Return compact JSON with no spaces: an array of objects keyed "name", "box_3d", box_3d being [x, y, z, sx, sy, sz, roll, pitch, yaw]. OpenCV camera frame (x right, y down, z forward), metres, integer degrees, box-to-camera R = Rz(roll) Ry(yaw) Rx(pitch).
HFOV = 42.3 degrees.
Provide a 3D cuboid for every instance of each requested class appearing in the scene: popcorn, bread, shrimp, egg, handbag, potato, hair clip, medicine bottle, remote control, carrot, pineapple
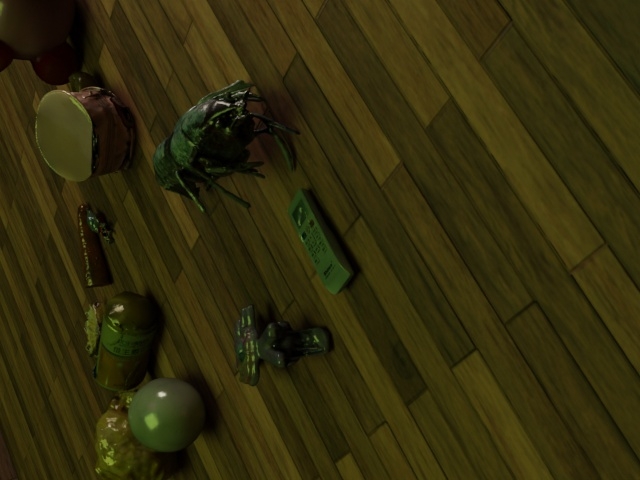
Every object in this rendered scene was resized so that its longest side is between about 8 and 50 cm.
[{"name":"popcorn","box_3d":[-0.425,0.466,1.869,0.191,0.190,0.254,-12,88,48]},{"name":"bread","box_3d":[-0.509,-0.311,1.810,0.082,0.060,0.113,33,130,45]},{"name":"shrimp","box_3d":[-0.175,-0.145,1.329,0.410,0.166,0.222,-12,65,51]},{"name":"egg","box_3d":[-0.322,0.361,1.714,0.209,0.151,0.151,-12,92,56]},{"name":"handbag","box_3d":[-0.487,-0.223,1.721,0.179,0.116,0.205,24,124,20]},{"name":"potato","box_3d":[-0.568,0.286,2.125,0.092,0.046,0.045,20,131,39]},{"name":"hair clip","box_3d":[-0.095,0.172,1.382,0.278,0.090,0.137,-19,77,55]},{"name":"medicine bottle","box_3d":[-0.435,0.224,1.852,0.124,0.124,0.239,51,138,31]},{"name":"remote control","box_3d":[0.000,0.000,1.239,0.162,0.029,0.061,63,142,25]},{"name":"carrot","box_3d":[-0.560,0.010,2.012,0.061,0.061,0.210,-21,80,55]},{"name":"pineapple","box_3d":[-0.545,0.220,2.048,0.116,0.069,0.137,-2,99,55]}]

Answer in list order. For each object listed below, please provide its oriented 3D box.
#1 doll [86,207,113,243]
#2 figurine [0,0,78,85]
[{"name":"doll","box_3d":[-0.527,-0.037,1.956,0.114,0.039,0.057,42,176,27]},{"name":"figurine","box_3d":[-0.636,-0.492,1.784,0.211,0.269,0.262,-15,79,49]}]
